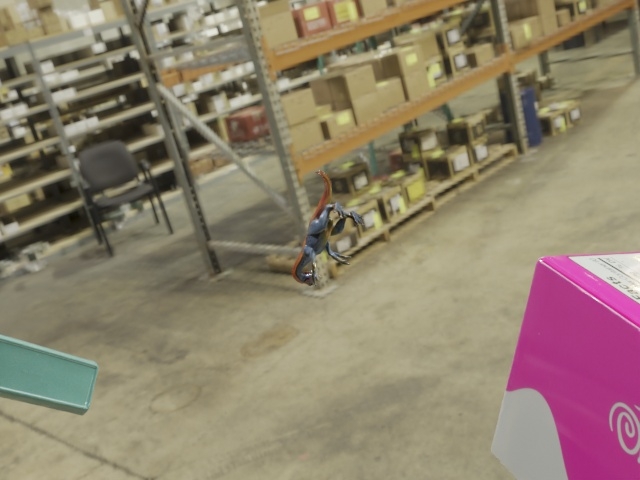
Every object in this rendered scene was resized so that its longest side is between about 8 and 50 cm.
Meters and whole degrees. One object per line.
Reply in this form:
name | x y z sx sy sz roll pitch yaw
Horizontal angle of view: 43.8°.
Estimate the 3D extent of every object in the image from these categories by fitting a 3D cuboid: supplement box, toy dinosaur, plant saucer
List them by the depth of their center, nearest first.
supplement box | 0.209 0.073 0.379 0.220 0.111 0.114 -2 24 -22
toy dinosaur | 0.000 0.000 0.704 0.082 0.090 0.047 -39 -31 30
plant saucer | -0.331 0.148 0.899 0.018 0.067 0.192 -6 -23 36
